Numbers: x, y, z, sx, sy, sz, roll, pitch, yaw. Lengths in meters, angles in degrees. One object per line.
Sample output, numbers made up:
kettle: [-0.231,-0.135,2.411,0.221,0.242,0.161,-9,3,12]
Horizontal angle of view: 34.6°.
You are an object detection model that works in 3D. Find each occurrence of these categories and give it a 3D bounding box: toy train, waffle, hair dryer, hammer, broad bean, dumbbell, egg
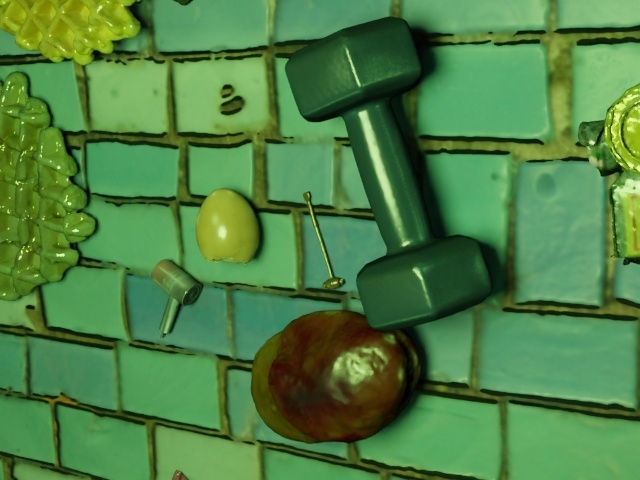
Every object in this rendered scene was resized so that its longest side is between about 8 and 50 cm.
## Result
toy train: [0.370,-0.066,0.932,0.260,0.134,0.178,-1,100,32]
waffle: [-0.335,-0.369,1.323,0.309,0.065,0.283,6,98,33]
waffle: [-0.459,-0.071,1.485,0.291,0.056,0.309,-30,85,32]
hair dryer: [-0.204,0.086,1.379,0.063,0.037,0.114,35,124,22]
hammer: [0.000,0.000,1.246,0.029,0.014,0.123,-17,89,24]
broad bean: [0.010,0.161,1.211,0.228,0.122,0.156,-12,96,29]
dumbbell: [0.074,-0.069,1.108,0.160,0.144,0.325,-18,90,35]
egg: [-0.115,-0.016,1.273,0.080,0.080,0.096,1,88,31]

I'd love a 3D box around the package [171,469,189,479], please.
package: [-0.184,0.367,1.430,0.083,0.029,0.059,39,115,29]

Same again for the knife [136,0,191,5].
knife: [-0.254,-0.324,1.324,0.222,0.021,0.046,21,108,27]
